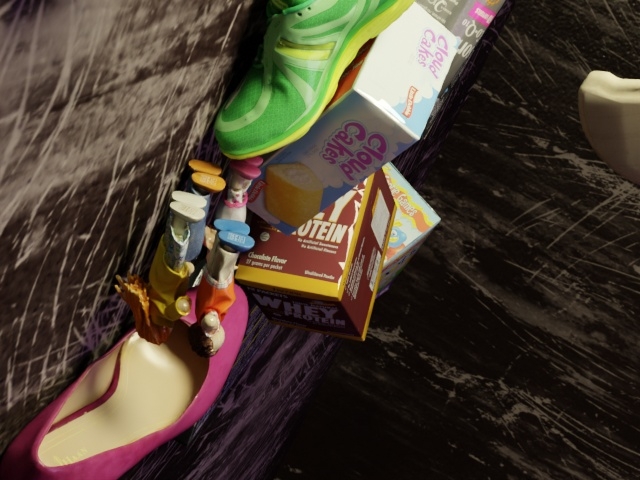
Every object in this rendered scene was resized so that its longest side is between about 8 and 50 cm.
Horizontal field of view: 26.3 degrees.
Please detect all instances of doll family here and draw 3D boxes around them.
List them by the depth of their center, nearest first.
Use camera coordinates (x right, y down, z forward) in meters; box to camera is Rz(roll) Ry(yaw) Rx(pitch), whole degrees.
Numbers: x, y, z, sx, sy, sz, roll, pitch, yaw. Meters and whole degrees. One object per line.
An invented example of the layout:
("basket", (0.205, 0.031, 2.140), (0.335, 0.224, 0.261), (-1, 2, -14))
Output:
("doll family", (-0.137, 0.013, 1.379), (0.263, 0.118, 0.163), (-85, -168, -63))

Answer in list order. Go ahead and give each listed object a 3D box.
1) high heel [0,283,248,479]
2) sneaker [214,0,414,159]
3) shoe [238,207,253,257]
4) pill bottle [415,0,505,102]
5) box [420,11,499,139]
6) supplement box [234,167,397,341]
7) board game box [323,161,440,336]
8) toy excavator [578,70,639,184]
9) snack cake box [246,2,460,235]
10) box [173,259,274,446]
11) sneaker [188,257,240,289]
("high heel", (-0.176, 0.146, 1.393), (0.377, 0.127, 0.181), (-51, 178, -34))
("sneaker", (-0.019, -0.210, 1.341), (0.295, 0.123, 0.109), (-50, -143, 16))
("shoe", (-0.076, -0.008, 1.759), (0.077, 0.058, 0.219), (-61, 172, 1))
("pill bottle", (0.106, -0.258, 1.636), (0.278, 0.162, 0.162), (-57, 173, 12))
("box", (0.184, -0.347, 2.005), (0.295, 0.073, 0.293), (-59, 159, -25))
("supplement box", (0.000, 0.000, 1.697), (0.194, 0.129, 0.191), (61, 42, -67))
("board game box", (0.043, 0.009, 2.020), (0.142, 0.144, 0.275), (-37, 170, -25))
("toy excavator", (0.154, -0.298, 0.819), (0.433, 0.445, 0.222), (-64, 171, 21))
("snack cake box", (0.023, -0.130, 1.477), (0.264, 0.089, 0.152), (-36, -158, 51))
("box", (-0.126, 0.127, 1.918), (0.270, 0.060, 0.216), (-53, 168, -46))
("sneaker", (-0.161, 0.131, 1.644), (0.224, 0.083, 0.098), (-59, 177, -19))
